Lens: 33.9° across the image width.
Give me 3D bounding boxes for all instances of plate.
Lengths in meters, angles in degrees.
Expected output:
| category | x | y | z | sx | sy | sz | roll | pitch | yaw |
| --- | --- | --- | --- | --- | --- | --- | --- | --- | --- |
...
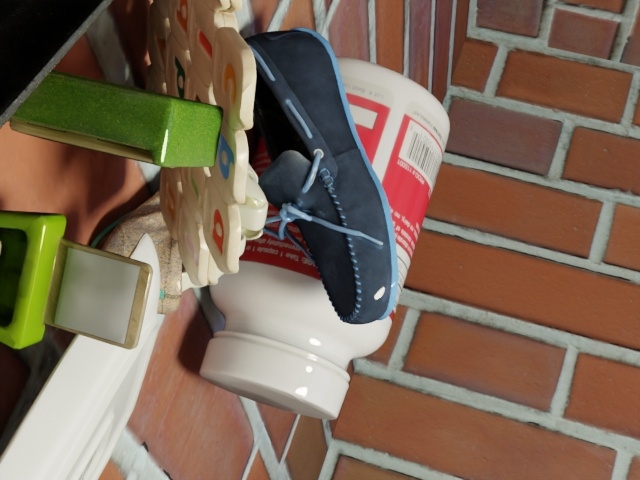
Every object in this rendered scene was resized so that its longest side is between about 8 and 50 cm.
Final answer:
| category | x | y | z | sx | sy | sz | roll | pitch | yaw |
| --- | --- | --- | --- | --- | --- | --- | --- | --- | --- |
| plate | -0.202 | 0.172 | 0.835 | 0.278 | 0.045 | 0.277 | -64 | -179 | -41 |

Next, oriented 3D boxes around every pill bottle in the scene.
| category | x | y | z | sx | sy | sz | roll | pitch | yaw |
| --- | --- | --- | --- | --- | --- | --- | --- | --- | --- |
| pill bottle | 0.000 | 0.000 | 1.291 | 0.229 | 0.229 | 0.407 | 72 | 35 | -70 |

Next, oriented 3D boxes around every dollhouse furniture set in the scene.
| category | x | y | z | sx | sy | sz | roll | pitch | yaw |
| --- | --- | --- | --- | --- | --- | --- | --- | --- | --- |
| dollhouse furniture set | -0.189 | -0.002 | 0.585 | 0.301 | 0.151 | 0.197 | -18 | 122 | -76 |

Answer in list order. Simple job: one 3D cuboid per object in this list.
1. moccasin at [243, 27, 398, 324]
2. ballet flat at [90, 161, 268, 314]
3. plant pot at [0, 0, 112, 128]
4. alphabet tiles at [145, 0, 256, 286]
| category | x | y | z | sx | sy | sz | roll | pitch | yaw |
| --- | --- | --- | --- | --- | --- | --- | --- | --- | --- |
| moccasin | -0.021 | -0.065 | 1.121 | 0.137 | 0.117 | 0.342 | -49 | -126 | 51 |
| ballet flat | -0.114 | -0.019 | 1.031 | 0.316 | 0.106 | 0.107 | -59 | 160 | -54 |
| plant pot | -0.176 | -0.174 | 0.398 | 0.188 | 0.167 | 0.187 | 94 | 15 | -46 |
| alphabet tiles | -0.095 | -0.115 | 0.809 | 0.278 | 0.021 | 0.284 | -123 | -145 | -53 |
